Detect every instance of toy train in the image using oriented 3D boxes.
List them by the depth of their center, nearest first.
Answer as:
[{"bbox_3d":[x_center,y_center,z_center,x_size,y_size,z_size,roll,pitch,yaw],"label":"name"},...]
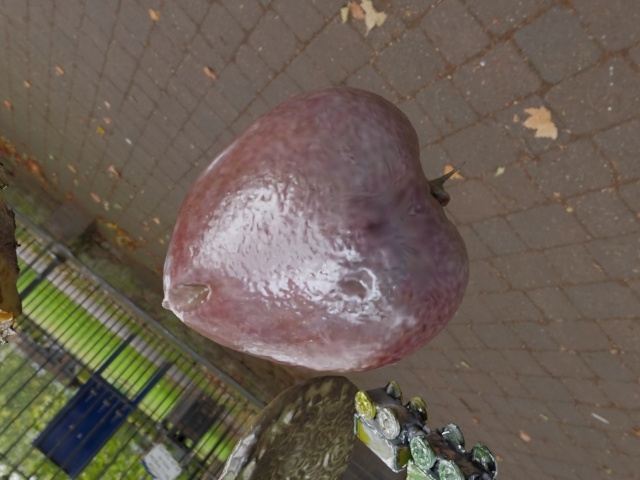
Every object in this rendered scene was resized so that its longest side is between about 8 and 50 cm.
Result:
[{"bbox_3d":[0.100,0.213,0.605,0.202,0.060,0.081,23,117,59],"label":"toy train"}]

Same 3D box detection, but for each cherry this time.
[{"bbox_3d":[0.000,0.000,0.561,0.221,0.307,0.261,161,85,-84],"label":"cherry"}]

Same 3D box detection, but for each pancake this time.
[{"bbox_3d":[-0.036,0.311,0.818,0.033,0.286,0.288,30,-176,37],"label":"pancake"}]

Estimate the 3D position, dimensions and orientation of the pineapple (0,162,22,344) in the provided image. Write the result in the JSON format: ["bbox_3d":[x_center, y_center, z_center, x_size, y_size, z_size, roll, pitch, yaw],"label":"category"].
[{"bbox_3d":[-0.352,-0.016,0.547,0.135,0.079,0.233,65,179,-57],"label":"pineapple"}]
